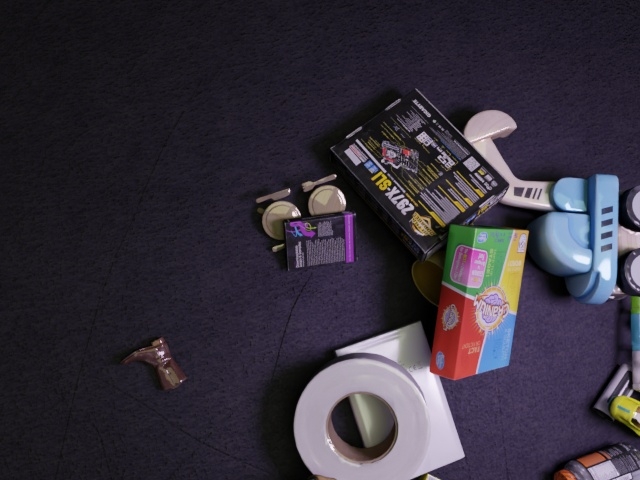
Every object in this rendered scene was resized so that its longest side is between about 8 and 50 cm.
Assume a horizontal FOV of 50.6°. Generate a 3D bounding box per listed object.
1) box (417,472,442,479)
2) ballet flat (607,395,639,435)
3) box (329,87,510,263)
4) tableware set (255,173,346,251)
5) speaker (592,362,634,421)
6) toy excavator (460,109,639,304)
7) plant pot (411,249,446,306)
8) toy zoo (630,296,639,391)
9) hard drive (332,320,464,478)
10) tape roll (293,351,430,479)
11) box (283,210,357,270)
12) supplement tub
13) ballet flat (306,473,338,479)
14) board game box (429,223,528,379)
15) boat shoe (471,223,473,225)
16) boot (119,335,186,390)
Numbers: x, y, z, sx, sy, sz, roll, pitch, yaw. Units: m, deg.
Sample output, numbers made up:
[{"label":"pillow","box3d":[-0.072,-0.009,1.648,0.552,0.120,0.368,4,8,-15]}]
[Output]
[{"label":"box","box3d":[0.240,0.619,1.504,0.105,0.043,0.179,28,77,-8]},{"label":"ballet flat","box3d":[0.767,0.425,1.583,0.231,0.077,0.077,27,85,-27]},{"label":"box","box3d":[0.218,-0.151,1.514,0.257,0.079,0.322,-38,74,-12]},{"label":"tableware set","box3d":[-0.038,-0.064,1.516,0.194,0.039,0.128,-19,104,-7]},{"label":"speaker","box3d":[0.711,0.364,1.622,0.055,0.055,0.136,41,79,-5]},{"label":"toy excavator","box3d":[0.539,-0.075,1.568,0.445,0.222,0.433,4,82,-3]},{"label":"plant pot","box3d":[0.288,0.074,1.534,0.095,0.134,0.134,-36,92,-29]},{"label":"toy zoo","box3d":[0.829,0.265,1.633,0.192,0.030,0.293,10,76,-23]},{"label":"hard drive","box3d":[0.175,0.364,1.516,0.210,0.040,0.318,-17,88,-13]},{"label":"tape roll","box3d":[0.087,0.383,1.427,0.286,0.100,0.286,0,89,5]},{"label":"box","box3d":[0.000,0.000,1.501,0.162,0.029,0.116,-8,112,-14]},{"label":"supplement tub","box3d":[0.644,0.546,1.557,0.190,0.117,0.117,-15,88,-12]},{"label":"ballet flat","box3d":[-0.039,0.548,1.389,0.073,0.232,0.080,10,50,-38]},{"label":"board game box","box3d":[0.347,0.126,1.469,0.242,0.064,0.316,0,99,-47]},{"label":"boat shoe","box3d":[0.313,-0.031,1.571,0.081,0.069,0.228,-40,93,-13]},{"label":"boot","box3d":[-0.350,0.274,1.421,0.106,0.037,0.114,-27,95,-11]}]
